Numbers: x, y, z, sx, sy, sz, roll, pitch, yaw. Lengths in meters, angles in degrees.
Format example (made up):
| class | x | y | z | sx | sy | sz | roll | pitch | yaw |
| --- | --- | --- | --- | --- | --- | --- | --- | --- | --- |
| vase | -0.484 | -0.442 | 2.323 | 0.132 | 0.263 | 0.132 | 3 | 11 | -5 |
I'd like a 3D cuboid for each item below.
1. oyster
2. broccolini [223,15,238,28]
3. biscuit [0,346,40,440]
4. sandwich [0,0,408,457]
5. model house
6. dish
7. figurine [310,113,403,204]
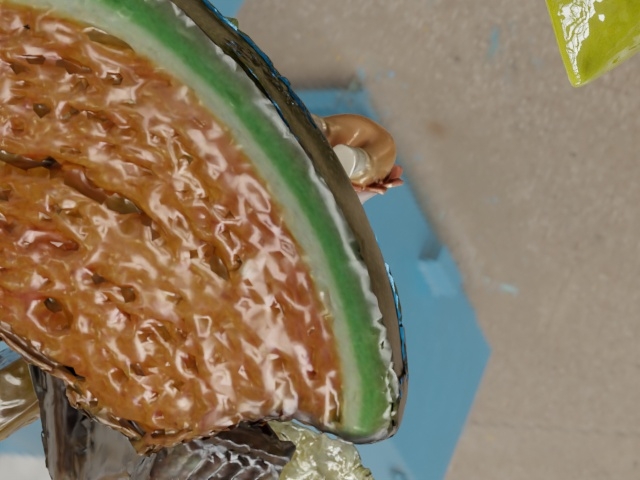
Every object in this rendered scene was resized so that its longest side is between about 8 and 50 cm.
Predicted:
| class | x | y | z | sx | sy | sz | roll | pitch | yaw |
| --- | --- | --- | --- | --- | --- | --- | --- | --- | --- |
| oyster | -0.053 | 0.207 | 1.388 | 0.209 | 0.072 | 0.133 | 29 | 137 | 7 |
| broccolini | -0.182 | -0.237 | 1.570 | 0.203 | 0.068 | 0.091 | 3 | 135 | 9 |
| biscuit | -0.214 | 0.104 | 1.359 | 0.070 | 0.394 | 0.350 | 62 | 157 | -4 |
| sandwich | -0.056 | -0.007 | 0.588 | 0.235 | 0.079 | 0.159 | 36 | 101 | 2 |
| model house | -0.063 | 0.045 | 0.709 | 0.141 | 0.203 | 0.164 | -5 | 160 | -39 |
| dish | 0.184 | -0.191 | 0.905 | 0.080 | 0.207 | 0.149 | -8 | 157 | 24 |
| figurine | 0.000 | 0.000 | 1.068 | 0.111 | 0.102 | 0.195 | 43 | 122 | 26 |
